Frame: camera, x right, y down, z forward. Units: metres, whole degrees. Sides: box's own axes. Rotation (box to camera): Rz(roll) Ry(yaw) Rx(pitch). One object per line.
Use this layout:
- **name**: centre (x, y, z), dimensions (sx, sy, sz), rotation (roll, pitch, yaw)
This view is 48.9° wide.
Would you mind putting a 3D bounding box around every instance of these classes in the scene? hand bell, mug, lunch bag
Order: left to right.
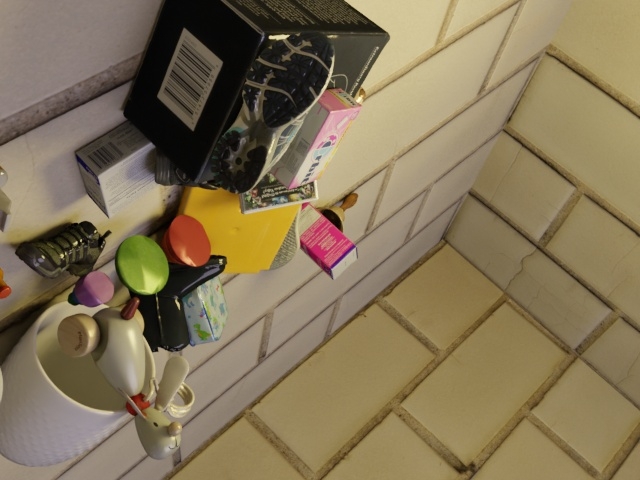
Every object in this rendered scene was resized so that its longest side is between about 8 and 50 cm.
- **mug**: centre (-0.553, 0.306, 1.550), dimensions (0.328, 0.276, 0.374), rotation (-43, -164, 27)
- **lunch bag**: centre (-0.308, 0.156, 1.812), dimensions (0.090, 0.176, 0.219), rotation (-13, -162, 6)
- **hand bell**: centre (0.068, -0.105, 2.363), dimensions (0.242, 0.126, 0.126), rotation (-46, 168, -51)

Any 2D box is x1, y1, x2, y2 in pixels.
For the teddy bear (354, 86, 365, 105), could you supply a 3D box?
- **teddy bear**: centre (0.023, -0.300, 1.771), dimensions (0.245, 0.113, 0.338), rotation (-23, 151, -56)

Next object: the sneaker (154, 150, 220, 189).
- **sneaker**: centre (-0.240, -0.144, 1.363), dimensions (0.227, 0.130, 0.087), rotation (-111, -151, -79)

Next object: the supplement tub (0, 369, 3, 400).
- **supplement tub**: centre (-0.675, 0.230, 1.097), dimensions (0.228, 0.228, 0.316), rotation (-46, 162, -3)

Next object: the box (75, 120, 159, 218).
- **box**: centre (-0.367, -0.130, 1.290), dimensions (0.126, 0.072, 0.137), rotation (-39, 160, -26)

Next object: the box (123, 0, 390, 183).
- **box**: centre (-0.107, -0.306, 1.283), dimensions (0.395, 0.212, 0.293), rotation (-21, 149, -53)

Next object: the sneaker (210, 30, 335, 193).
- **sneaker**: centre (-0.072, -0.208, 1.108), dimensions (0.283, 0.110, 0.122), rotation (-51, 179, 22)

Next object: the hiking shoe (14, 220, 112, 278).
- **hiking shoe**: centre (-0.482, 0.006, 1.327), dimensions (0.114, 0.086, 0.227), rotation (-55, 172, 4)

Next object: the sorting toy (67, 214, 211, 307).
- **sorting toy**: centre (-0.393, 0.058, 1.497), dimensions (0.126, 0.127, 0.365), rotation (-21, -173, 36)

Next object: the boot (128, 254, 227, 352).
- **boot**: centre (-0.328, 0.148, 1.652), dimensions (0.246, 0.207, 0.094), rotation (-10, -171, -11)

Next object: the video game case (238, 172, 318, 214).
- **video game case**: centre (-0.100, -0.160, 1.580), dimensions (0.190, 0.022, 0.173), rotation (-13, 105, -26)

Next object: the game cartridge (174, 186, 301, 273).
- **game cartridge**: centre (-0.211, -0.041, 1.688), dimensions (0.285, 0.053, 0.324), rotation (3, 137, -29)

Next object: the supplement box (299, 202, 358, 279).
- **supplement box**: centre (0.000, 0.000, 2.184), dimensions (0.114, 0.220, 0.111), rotation (-42, 161, -10)

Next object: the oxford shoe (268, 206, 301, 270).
- **oxford shoe**: centre (-0.132, -0.056, 1.908), dimensions (0.169, 0.130, 0.449), rotation (3, 147, -10)

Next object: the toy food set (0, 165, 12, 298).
- **toy food set**: centre (-0.536, -0.007, 1.110), dimensions (0.111, 0.104, 0.232), rotation (-23, 151, -52)

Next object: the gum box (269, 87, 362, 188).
- **gum box**: centre (-0.014, -0.185, 1.306), dimensions (0.107, 0.062, 0.188), rotation (-23, 150, -52)

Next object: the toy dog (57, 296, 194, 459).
- **toy dog**: centre (-0.349, 0.243, 1.374), dimensions (0.161, 0.334, 0.220), rotation (-37, -169, 29)
